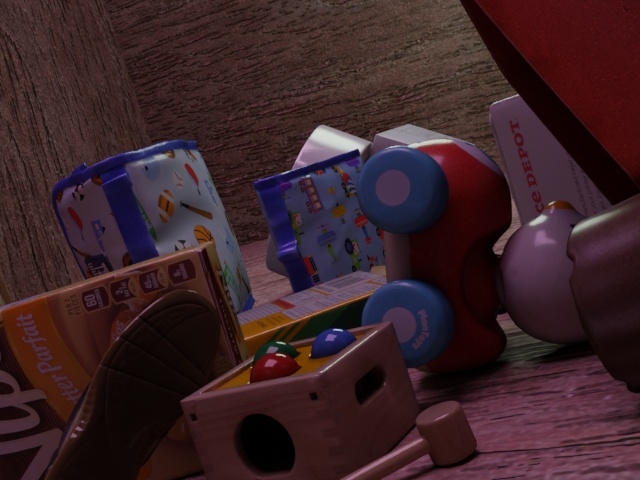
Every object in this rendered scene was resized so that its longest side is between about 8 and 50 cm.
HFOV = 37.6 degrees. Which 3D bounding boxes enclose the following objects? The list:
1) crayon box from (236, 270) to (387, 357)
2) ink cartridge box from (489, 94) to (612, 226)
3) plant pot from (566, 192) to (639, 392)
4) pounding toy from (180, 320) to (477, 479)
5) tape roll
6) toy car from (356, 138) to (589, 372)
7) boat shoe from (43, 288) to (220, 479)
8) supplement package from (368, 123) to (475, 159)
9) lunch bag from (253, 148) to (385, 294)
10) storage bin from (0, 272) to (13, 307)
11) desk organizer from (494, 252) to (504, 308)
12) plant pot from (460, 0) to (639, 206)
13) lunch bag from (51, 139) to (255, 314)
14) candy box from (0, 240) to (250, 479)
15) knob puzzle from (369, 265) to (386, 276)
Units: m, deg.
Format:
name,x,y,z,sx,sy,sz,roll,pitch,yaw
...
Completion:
name,x,y,z,sx,sy,sz,roll,pitch,yaw
crayon box,-0.069,0.124,1.004,0.323,0.083,0.203,-18,4,-11
ink cartridge box,0.365,-0.094,1.045,0.131,0.226,0.306,-21,6,-36
plant pot,0.260,0.019,0.602,0.165,0.167,0.167,-24,0,34
pounding toy,0.007,0.121,0.678,0.206,0.094,0.181,-16,5,31
tape roll,0.001,-0.059,1.692,0.100,0.286,0.286,22,12,8
toy car,0.179,0.010,0.820,0.238,0.210,0.219,-3,-2,22
boat shoe,-0.155,0.137,0.724,0.073,0.080,0.223,-25,34,59
supplement package,0.175,-0.097,1.747,0.149,0.194,0.203,19,17,16
lunch bag,0.000,0.000,1.354,0.138,0.221,0.293,-17,4,16
storage bin,-0.457,0.160,1.037,0.262,0.260,0.123,-19,22,-9
desk organizer,0.179,0.042,1.082,0.050,0.047,0.130,-16,14,-29
plant pot,0.295,-0.174,0.796,0.236,0.267,0.267,-39,-26,11
lunch bag,-0.263,0.016,1.514,0.239,0.328,0.385,-23,6,-1
candy box,-0.220,0.135,0.827,0.316,0.183,0.087,-18,4,3
knob puzzle,0.143,0.062,1.200,0.213,0.030,0.213,-6,11,1
